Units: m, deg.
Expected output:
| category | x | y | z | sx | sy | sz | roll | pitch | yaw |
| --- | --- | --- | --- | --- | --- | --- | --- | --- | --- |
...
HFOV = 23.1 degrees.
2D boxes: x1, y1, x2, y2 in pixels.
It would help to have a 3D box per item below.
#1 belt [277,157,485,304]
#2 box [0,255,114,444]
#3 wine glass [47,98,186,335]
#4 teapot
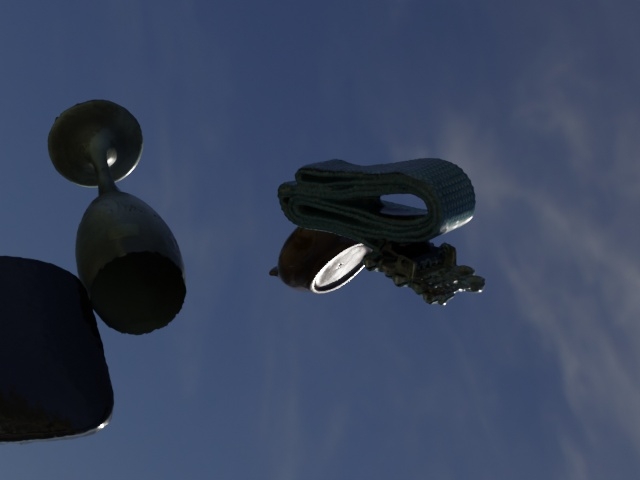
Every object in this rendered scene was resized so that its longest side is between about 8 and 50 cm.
| category | x | y | z | sx | sy | sz | roll | pitch | yaw |
| --- | --- | --- | --- | --- | --- | --- | --- | --- | --- |
| belt | 0.043 | -0.015 | 1.199 | 0.179 | 0.065 | 0.100 | 10 | -69 | 48 |
| box | -0.280 | 0.088 | 1.243 | 0.201 | 0.212 | 0.042 | -111 | -154 | -43 |
| wine glass | -0.216 | -0.093 | 1.409 | 0.309 | 0.096 | 0.264 | -116 | -175 | -58 |
| teapot | 0.000 | 0.000 | 1.522 | 0.129 | 0.098 | 0.078 | -49 | -120 | 32 |
